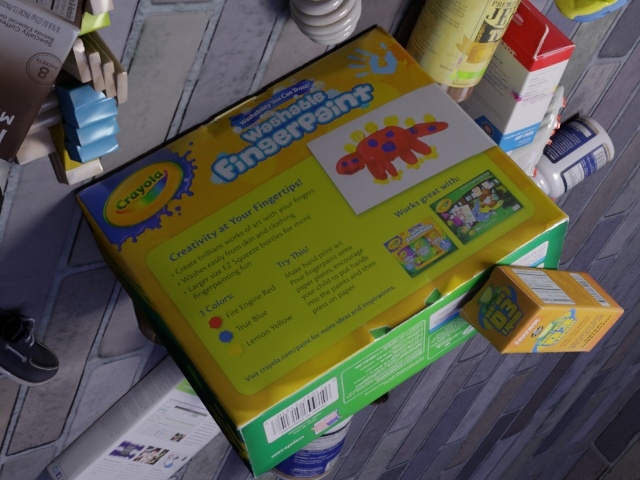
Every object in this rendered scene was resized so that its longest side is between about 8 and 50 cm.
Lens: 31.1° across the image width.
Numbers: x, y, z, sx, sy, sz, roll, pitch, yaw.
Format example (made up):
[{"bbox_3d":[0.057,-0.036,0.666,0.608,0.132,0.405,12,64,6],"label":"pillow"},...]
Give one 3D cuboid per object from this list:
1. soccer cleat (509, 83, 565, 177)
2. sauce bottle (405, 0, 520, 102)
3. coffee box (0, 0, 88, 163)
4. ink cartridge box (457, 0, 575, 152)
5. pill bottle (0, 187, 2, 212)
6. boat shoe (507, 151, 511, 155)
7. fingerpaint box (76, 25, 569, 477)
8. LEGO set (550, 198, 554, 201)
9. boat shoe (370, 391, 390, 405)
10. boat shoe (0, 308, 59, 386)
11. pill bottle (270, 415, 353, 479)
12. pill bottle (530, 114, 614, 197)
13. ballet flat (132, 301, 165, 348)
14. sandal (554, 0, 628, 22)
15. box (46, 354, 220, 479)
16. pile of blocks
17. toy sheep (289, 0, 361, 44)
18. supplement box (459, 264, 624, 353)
[{"bbox_3d":[0.334,-0.167,1.860,0.068,0.076,0.196,-59,171,-69],"label":"soccer cleat"},{"bbox_3d":[0.202,-0.327,1.417,0.111,0.111,0.344,-16,145,-36],"label":"sauce bottle"},{"bbox_3d":[-0.325,-0.184,0.899,0.247,0.098,0.141,25,119,-22],"label":"coffee box"},{"bbox_3d":[0.259,-0.246,1.575,0.078,0.134,0.231,-21,148,-29],"label":"ink cartridge box"},{"bbox_3d":[-0.400,-0.066,1.077,0.123,0.123,0.219,-41,152,3],"label":"pill bottle"},{"bbox_3d":[0.266,-0.185,1.747,0.063,0.066,0.184,-19,147,-28],"label":"boat shoe"},{"bbox_3d":[0.000,0.000,1.380,0.445,0.371,0.163,-32,151,-15],"label":"fingerpaint box"},{"bbox_3d":[0.330,-0.011,1.998,0.287,0.132,0.107,-39,159,1],"label":"LEGO set"},{"bbox_3d":[0.076,0.256,2.162,0.081,0.068,0.228,-42,152,5],"label":"boat shoe"},{"bbox_3d":[-0.381,0.125,1.430,0.065,0.075,0.206,-39,147,7],"label":"boat shoe"},{"bbox_3d":[-0.020,0.301,2.028,0.153,0.153,0.264,-22,147,-29],"label":"pill bottle"},{"bbox_3d":[0.406,-0.131,1.959,0.169,0.094,0.094,-34,151,-9],"label":"pill bottle"},{"bbox_3d":[-0.106,0.016,1.535,0.342,0.124,0.116,-31,162,-20],"label":"ballet flat"},{"bbox_3d":[0.456,-0.416,1.581,0.317,0.126,0.138,-42,156,9],"label":"sandal"},{"bbox_3d":[-0.252,0.295,1.852,0.322,0.058,0.232,-41,152,7],"label":"box"},{"bbox_3d":[-0.265,-0.152,1.084,0.113,0.149,0.362,-25,150,-23],"label":"pile of blocks"},{"bbox_3d":[0.007,-0.268,1.304,0.091,0.091,0.132,-37,148,-3],"label":"toy sheep"},{"bbox_3d":[0.261,0.082,1.337,0.233,0.080,0.078,7,126,-51],"label":"supplement box"}]
